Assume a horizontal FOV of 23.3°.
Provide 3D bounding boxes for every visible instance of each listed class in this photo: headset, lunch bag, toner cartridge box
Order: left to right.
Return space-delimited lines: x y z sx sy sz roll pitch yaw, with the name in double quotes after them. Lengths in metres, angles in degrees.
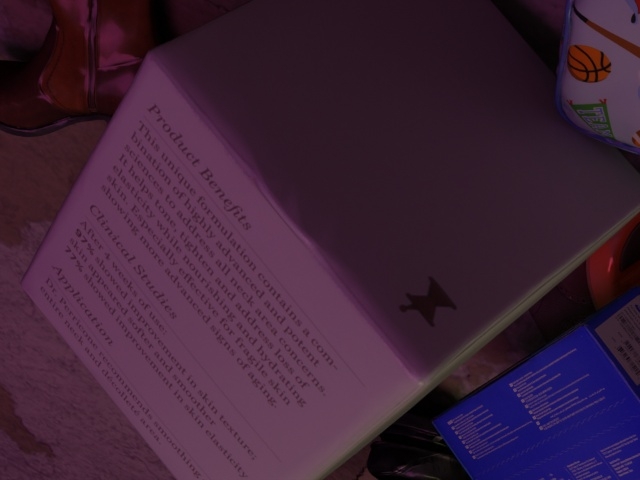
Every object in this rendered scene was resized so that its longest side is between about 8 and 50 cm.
0.124 0.285 1.740 0.394 0.243 0.185 -19 152 14 "headset"
0.239 0.177 1.462 0.165 0.075 0.348 56 153 6 "toner cartridge box"
0.312 -0.170 1.181 0.243 0.115 0.303 20 144 16 "lunch bag"

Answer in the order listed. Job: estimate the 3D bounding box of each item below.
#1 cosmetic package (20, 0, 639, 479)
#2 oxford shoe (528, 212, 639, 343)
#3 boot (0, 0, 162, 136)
0.000 0.000 1.369 0.329 0.327 0.393 51 143 7 "cosmetic package"
0.283 0.093 1.520 0.133 0.130 0.363 25 140 41 "oxford shoe"
-0.274 -0.227 1.572 0.264 0.096 0.280 16 138 22 "boot"
